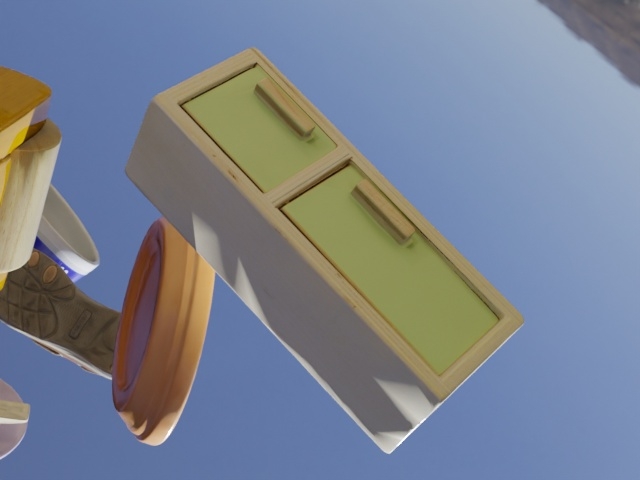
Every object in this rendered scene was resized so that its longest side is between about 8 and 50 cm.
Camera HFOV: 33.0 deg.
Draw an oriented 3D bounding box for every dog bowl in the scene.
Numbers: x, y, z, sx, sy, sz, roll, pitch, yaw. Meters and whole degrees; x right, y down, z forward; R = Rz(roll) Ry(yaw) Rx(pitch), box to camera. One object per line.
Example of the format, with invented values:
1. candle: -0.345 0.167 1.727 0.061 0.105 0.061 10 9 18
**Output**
1. dog bowl: -0.513 -0.030 1.912 0.265 0.104 0.265 53 -179 -1

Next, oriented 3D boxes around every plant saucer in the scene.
1. plant saucer: -0.131 0.062 0.869 0.037 0.200 0.200 12 -152 -19

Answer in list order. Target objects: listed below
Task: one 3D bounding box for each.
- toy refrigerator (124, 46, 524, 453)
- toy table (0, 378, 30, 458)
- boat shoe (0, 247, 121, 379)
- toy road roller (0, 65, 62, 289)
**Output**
1. toy refrigerator: 0.000 0.000 0.731 0.269 0.094 0.102 46 -129 11
2. toy table: -0.584 0.259 1.648 0.274 0.161 0.252 -1 -108 -20
3. boat shoe: -0.405 0.116 1.653 0.324 0.123 0.116 38 158 -4
4. toy road roller: -0.381 -0.038 0.875 0.241 0.202 0.329 22 -157 2
